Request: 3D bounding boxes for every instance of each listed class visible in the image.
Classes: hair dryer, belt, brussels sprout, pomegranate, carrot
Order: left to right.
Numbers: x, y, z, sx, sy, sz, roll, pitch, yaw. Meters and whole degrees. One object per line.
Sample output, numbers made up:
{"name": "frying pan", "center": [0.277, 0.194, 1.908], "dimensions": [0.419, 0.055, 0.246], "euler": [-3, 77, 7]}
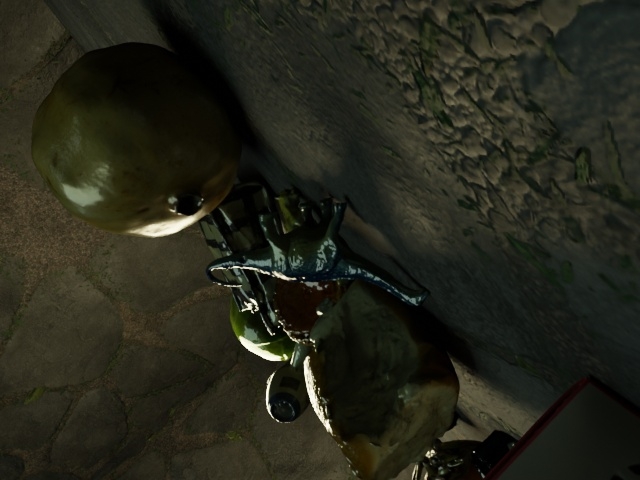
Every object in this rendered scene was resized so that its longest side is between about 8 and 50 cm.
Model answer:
{"name": "pomegranate", "center": [-0.296, -0.154, 0.903], "dimensions": [0.332, 0.332, 0.332], "euler": [47, 169, 11]}
{"name": "brussels sprout", "center": [-0.160, 0.233, 1.817], "dimensions": [0.281, 0.289, 0.355], "euler": [47, -157, -80]}
{"name": "hair dryer", "center": [-0.042, 0.281, 1.342], "dimensions": [0.118, 0.298, 0.296], "euler": [19, 176, 2]}
{"name": "carrot", "center": [0.315, 0.526, 1.108], "dimensions": [0.214, 0.193, 0.331], "euler": [-32, 99, 38]}
{"name": "belt", "center": [0.347, 0.417, 0.925], "dimensions": [0.151, 0.078, 0.198], "euler": [59, 168, -27]}

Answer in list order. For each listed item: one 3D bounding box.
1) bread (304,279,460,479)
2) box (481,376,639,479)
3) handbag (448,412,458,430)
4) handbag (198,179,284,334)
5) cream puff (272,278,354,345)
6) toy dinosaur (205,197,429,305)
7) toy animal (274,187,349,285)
{"name": "bread", "center": [0.088, 0.214, 0.868], "dimensions": [0.279, 0.224, 0.250], "euler": [54, 169, 37]}
{"name": "box", "center": [0.267, 0.369, 0.466], "dimensions": [0.314, 0.300, 0.312], "euler": [40, 166, 45]}
{"name": "handbag", "center": [0.187, 0.337, 1.296], "dimensions": [0.275, 0.088, 0.244], "euler": [51, 166, -1]}
{"name": "handbag", "center": [-0.167, 0.026, 1.248], "dimensions": [0.325, 0.162, 0.327], "euler": [15, 126, 70]}
{"name": "cream puff", "center": [0.014, 0.120, 1.092], "dimensions": [0.183, 0.183, 0.169], "euler": [43, -167, 29]}
{"name": "toy dinosaur", "center": [-0.023, 0.014, 0.782], "dimensions": [0.076, 0.362, 0.147], "euler": [-29, -62, -64]}
{"name": "toy animal", "center": [0.000, 0.000, 0.928], "dimensions": [0.181, 0.073, 0.136], "euler": [41, -176, -34]}
